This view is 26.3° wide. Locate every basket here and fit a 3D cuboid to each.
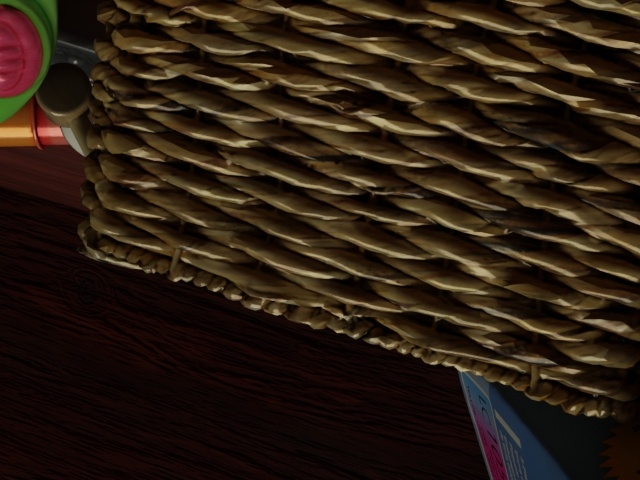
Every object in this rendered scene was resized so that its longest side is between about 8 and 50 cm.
[{"bbox_3d":[0.059,-0.087,0.664,0.299,0.223,0.213,16,-153,14],"label":"basket"}]

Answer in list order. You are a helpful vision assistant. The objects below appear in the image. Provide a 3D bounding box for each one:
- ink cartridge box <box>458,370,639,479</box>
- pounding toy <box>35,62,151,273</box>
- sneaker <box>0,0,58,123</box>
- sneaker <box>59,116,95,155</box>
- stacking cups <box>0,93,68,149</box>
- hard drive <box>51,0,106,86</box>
[{"bbox_3d":[0.249,0.120,0.627,0.270,0.151,0.395,-22,-162,-4],"label":"ink cartridge box"},{"bbox_3d":[-0.073,-0.062,0.856,0.206,0.181,0.094,18,175,-5],"label":"pounding toy"},{"bbox_3d":[-0.258,-0.131,0.786,0.185,0.202,0.483,5,162,-21],"label":"sneaker"},{"bbox_3d":[-0.094,-0.072,1.257,0.281,0.106,0.162,21,171,-22],"label":"sneaker"},{"bbox_3d":[-0.364,-0.121,1.323,0.316,0.096,0.096,1,173,4],"label":"stacking cups"},{"bbox_3d":[-0.077,-0.116,1.004,0.254,0.054,0.172,18,175,0],"label":"hard drive"}]
